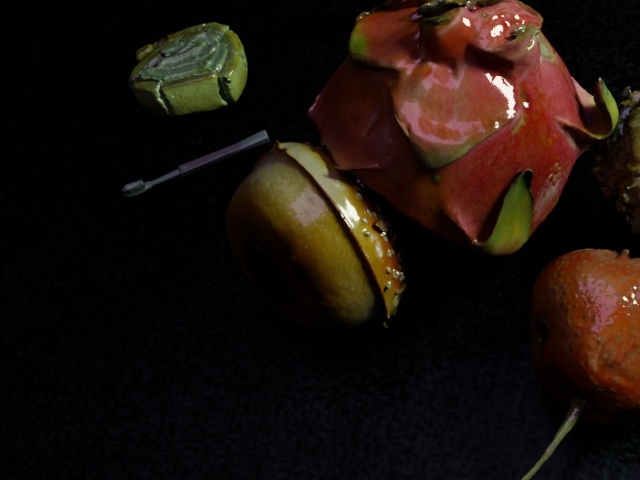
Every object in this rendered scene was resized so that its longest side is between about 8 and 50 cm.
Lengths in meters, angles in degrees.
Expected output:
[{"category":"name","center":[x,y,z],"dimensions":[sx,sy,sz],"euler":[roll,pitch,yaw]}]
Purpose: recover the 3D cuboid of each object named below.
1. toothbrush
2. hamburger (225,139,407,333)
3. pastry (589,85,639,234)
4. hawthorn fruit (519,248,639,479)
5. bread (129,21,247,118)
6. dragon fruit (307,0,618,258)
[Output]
[{"category":"toothbrush","center":[-0.156,-0.094,1.556],"dimensions":[0.194,0.017,0.014],"euler":[-21,59,-2]},{"category":"hamburger","center":[-0.001,-0.003,1.320],"dimensions":[0.147,0.237,0.237],"euler":[-37,54,-20]},{"category":"pastry","center":[0.418,-0.091,1.281],"dimensions":[0.275,0.193,0.274],"euler":[-8,55,12]},{"category":"hawthorn fruit","center":[0.253,0.143,1.200],"dimensions":[0.165,0.165,0.285],"euler":[17,68,25]},{"category":"bread","center":[-0.172,-0.219,1.617],"dimensions":[0.156,0.064,0.117],"euler":[-18,52,1]},{"category":"dragon fruit","center":[0.160,-0.149,1.292],"dimensions":[0.225,0.305,0.305],"euler":[-56,50,24]}]
